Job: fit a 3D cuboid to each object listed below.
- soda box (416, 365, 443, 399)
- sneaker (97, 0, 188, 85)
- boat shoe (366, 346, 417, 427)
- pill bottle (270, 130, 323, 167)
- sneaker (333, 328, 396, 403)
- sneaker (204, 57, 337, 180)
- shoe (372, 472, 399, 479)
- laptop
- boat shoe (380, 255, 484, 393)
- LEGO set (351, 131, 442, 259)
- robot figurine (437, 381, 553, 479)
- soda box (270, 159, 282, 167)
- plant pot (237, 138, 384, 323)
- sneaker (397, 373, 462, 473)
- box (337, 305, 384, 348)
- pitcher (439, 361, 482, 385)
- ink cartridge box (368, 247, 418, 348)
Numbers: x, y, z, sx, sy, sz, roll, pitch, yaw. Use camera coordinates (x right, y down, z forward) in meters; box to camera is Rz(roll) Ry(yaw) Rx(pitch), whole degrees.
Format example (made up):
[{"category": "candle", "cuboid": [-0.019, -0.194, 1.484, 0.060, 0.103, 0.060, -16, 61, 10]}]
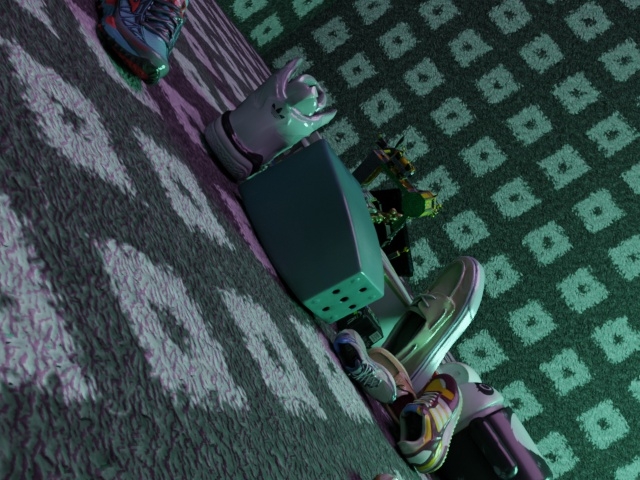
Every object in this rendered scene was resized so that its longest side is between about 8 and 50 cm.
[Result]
[{"category": "soda box", "cuboid": [0.209, 0.289, 1.624, 0.092, 0.083, 0.263, 53, 8, -24]}, {"category": "sneaker", "cuboid": [-0.253, -0.330, 1.162, 0.104, 0.125, 0.262, 48, 10, -43]}, {"category": "boat shoe", "cuboid": [0.130, 0.255, 1.326, 0.170, 0.063, 0.059, 57, 1, 1]}, {"category": "pill bottle", "cuboid": [-0.047, -0.192, 1.865, 0.078, 0.137, 0.078, 55, 7, -10]}, {"category": "sneaker", "cuboid": [0.063, 0.201, 1.226, 0.135, 0.052, 0.058, 50, 16, 10]}, {"category": "sneaker", "cuboid": [-0.081, -0.217, 1.453, 0.137, 0.210, 0.366, 55, 7, -7]}, {"category": "shoe", "cuboid": [0.129, 0.354, 0.885, 0.219, 0.058, 0.076, 60, 8, 28]}, {"category": "laptop", "cuboid": [0.157, -0.029, 2.150, 0.136, 0.264, 0.235, -21, 104, -49]}, {"category": "boat shoe", "cuboid": [0.205, 0.147, 1.478, 0.094, 0.302, 0.109, 43, -19, -32]}, {"category": "LEGO set", "cuboid": [0.148, -0.079, 1.937, 0.255, 0.331, 0.192, 44, 26, 18]}, {"category": "robot figurine", "cuboid": [0.297, 0.384, 1.395, 0.173, 0.209, 0.278, -12, 62, -41]}, {"category": "soda box", "cuboid": [-0.056, -0.089, 1.662, 0.181, 0.058, 0.061, 45, 13, -54]}, {"category": "plant pot", "cuboid": [0.000, 0.000, 1.270, 0.165, 0.165, 0.234, 46, 20, -55]}, {"category": "sneaker", "cuboid": [0.172, 0.273, 1.266, 0.084, 0.069, 0.186, 49, 39, -24]}, {"category": "box", "cuboid": [0.069, 0.151, 1.387, 0.052, 0.062, 0.083, 53, 7, -15]}, {"category": "pitcher", "cuboid": [0.319, 0.367, 1.939, 0.177, 0.125, 0.207, 36, -17, 37]}, {"category": "ink cartridge box", "cuboid": [0.087, 0.077, 1.625, 0.201, 0.117, 0.278, 51, 8, -36]}]
